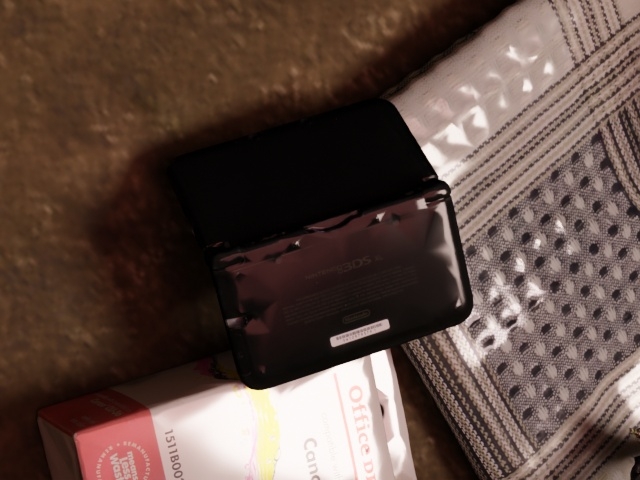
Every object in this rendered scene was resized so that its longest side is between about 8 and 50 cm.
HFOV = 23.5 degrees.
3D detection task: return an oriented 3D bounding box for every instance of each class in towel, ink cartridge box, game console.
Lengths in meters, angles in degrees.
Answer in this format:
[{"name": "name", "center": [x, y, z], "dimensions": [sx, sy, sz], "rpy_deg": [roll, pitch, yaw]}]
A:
[{"name": "towel", "center": [0.183, -0.010, 0.882], "dimensions": [0.324, 0.056, 0.312], "rpy_deg": [-37, 110, -20]}, {"name": "ink cartridge box", "center": [-0.029, 0.115, 0.778], "dimensions": [0.198, 0.067, 0.115], "rpy_deg": [-16, 101, -25]}, {"name": "game console", "center": [0.000, 0.000, 0.756], "dimensions": [0.122, 0.071, 0.107], "rpy_deg": [-18, 108, -12]}]

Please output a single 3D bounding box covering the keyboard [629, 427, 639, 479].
[{"name": "keyboard", "center": [0.274, 0.181, 0.854], "dimensions": [0.317, 0.201, 0.033], "rpy_deg": [5, 131, -48]}]
